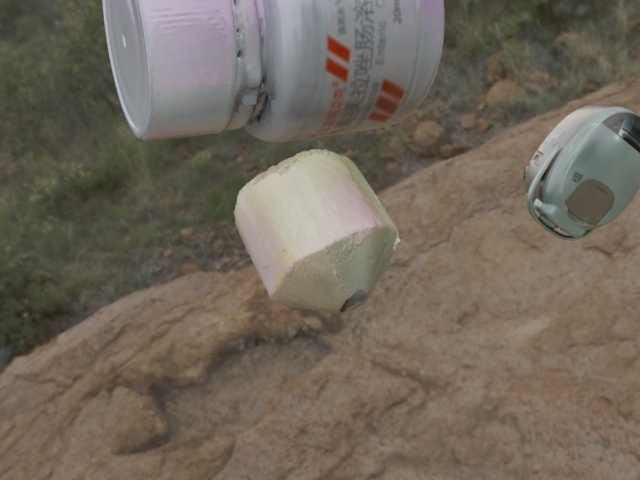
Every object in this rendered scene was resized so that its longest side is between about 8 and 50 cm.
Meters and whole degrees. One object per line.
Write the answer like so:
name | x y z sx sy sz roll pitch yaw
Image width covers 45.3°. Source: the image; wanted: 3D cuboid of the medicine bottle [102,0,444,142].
medicine bottle | -0.056 -0.235 0.842 0.324 0.256 0.256 -11 25 -24

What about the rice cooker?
rice cooker | 0.389 -0.104 1.129 0.206 0.145 0.127 -53 23 14

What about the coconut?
coconut | 0.000 0.000 0.767 0.147 0.147 0.153 -29 72 -5
